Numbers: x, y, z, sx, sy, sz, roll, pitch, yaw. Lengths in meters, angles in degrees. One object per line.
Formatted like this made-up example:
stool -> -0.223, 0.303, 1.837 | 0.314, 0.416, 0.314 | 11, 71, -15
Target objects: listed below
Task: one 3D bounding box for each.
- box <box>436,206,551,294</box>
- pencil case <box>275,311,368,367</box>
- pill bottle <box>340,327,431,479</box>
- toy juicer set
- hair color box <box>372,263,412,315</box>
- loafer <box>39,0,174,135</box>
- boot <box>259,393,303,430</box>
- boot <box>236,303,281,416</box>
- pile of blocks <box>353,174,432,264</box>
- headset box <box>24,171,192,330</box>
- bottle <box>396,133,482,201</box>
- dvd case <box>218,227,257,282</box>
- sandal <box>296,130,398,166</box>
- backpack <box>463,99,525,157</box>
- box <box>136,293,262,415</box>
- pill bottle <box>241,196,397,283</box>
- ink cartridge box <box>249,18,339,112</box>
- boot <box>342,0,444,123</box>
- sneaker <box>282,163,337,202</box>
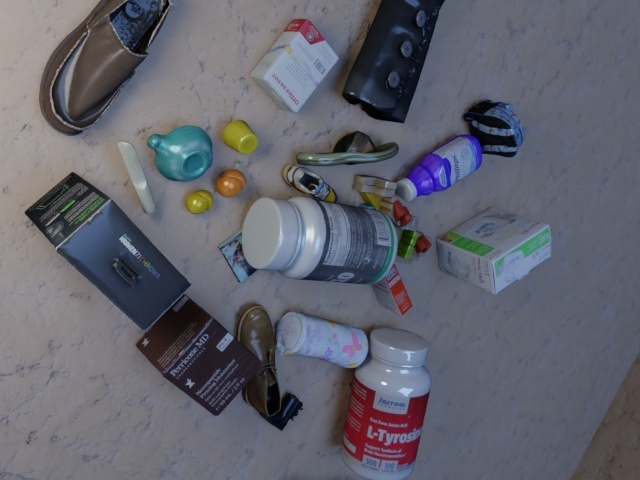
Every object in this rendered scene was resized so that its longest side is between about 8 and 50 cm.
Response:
box -> 0.537, 0.028, 1.982 | 0.262, 0.231, 0.126 | -28, 121, -25
pencil case -> 0.008, 0.278, 1.758 | 0.273, 0.113, 0.124 | 19, 88, -39
pill bottle -> 0.200, 0.479, 1.895 | 0.229, 0.229, 0.407 | -1, 106, -36
toy juicer set -> -0.301, -0.155, 1.412 | 0.329, 0.089, 0.209 | -13, 131, -36
hair color box -> 0.197, 0.132, 1.859 | 0.053, 0.093, 0.167 | -41, 126, -19
loafer -> -0.407, -0.365, 1.219 | 0.134, 0.130, 0.365 | 31, 87, -39
boot -> -0.107, 0.471, 1.786 | 0.099, 0.045, 0.121 | -50, 135, -8
boot -> -0.145, 0.314, 1.660 | 0.112, 0.115, 0.305 | -14, 113, -30
pile of blocks -> 0.208, -0.040, 1.795 | 0.149, 0.113, 0.362 | -51, 127, -11
headset box -> -0.414, 0.019, 1.252 | 0.131, 0.283, 0.246 | -46, 127, -15
bottle -> 0.343, -0.204, 1.847 | 0.283, 0.092, 0.118 | -31, 123, -24
dvd case -> -0.193, 0.036, 1.591 | 0.087, 0.013, 0.119 | -38, 123, -20
sandal -> 0.078, -0.237, 1.634 | 0.303, 0.120, 0.086 | -9, 97, -33
backpack -> 0.529, -0.328, 1.888 | 0.117, 0.173, 0.158 | -37, 123, -20
box -> -0.284, 0.269, 1.507 | 0.168, 0.167, 0.203 | -49, 127, -12
pill bottle -> 0.000, 0.000, 1.598 | 0.361, 0.204, 0.204 | 8, 101, -37
ink cartridge box -> -0.061, -0.407, 1.494 | 0.175, 0.072, 0.127 | -53, 129, -9
boot -> 0.150, -0.551, 1.568 | 0.367, 0.146, 0.445 | 20, 98, -37
sneaker -> -0.012, -0.128, 1.620 | 0.185, 0.084, 0.069 | 28, 88, -39
